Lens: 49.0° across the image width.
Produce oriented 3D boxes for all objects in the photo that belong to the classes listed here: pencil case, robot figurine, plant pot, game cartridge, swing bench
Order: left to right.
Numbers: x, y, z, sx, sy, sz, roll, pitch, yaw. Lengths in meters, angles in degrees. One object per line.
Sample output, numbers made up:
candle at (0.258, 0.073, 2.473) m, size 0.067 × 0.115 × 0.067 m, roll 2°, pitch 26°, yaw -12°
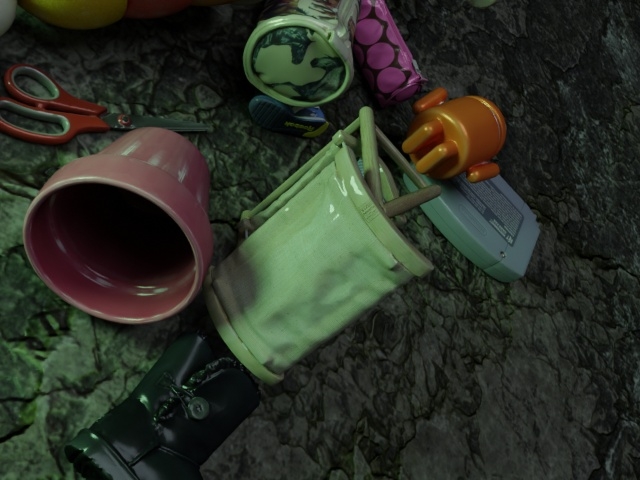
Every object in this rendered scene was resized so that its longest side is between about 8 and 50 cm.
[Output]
plant pot at (-0.212, -0.035, 0.817) m, size 0.201 × 0.201 × 0.180 m, roll 36°, pitch 34°, yaw -19°
pencil case at (-0.001, -0.380, 1.128) m, size 0.160 × 0.184 × 0.410 m, roll 40°, pitch 40°, yaw -26°
swing bench at (0.000, 0.000, 0.864) m, size 0.165 × 0.253 × 0.254 m, roll 46°, pitch 26°, yaw -9°
pencil case at (0.116, -0.354, 1.299) m, size 0.095 × 0.098 × 0.209 m, roll -18°, pitch 79°, yaw -43°
robot figurine at (0.235, -0.182, 1.211) m, size 0.158 × 0.128 × 0.219 m, roll 27°, pitch 35°, yaw 34°
game cartridge at (0.285, -0.068, 1.314) m, size 0.297 × 0.062 × 0.198 m, roll 45°, pitch 52°, yaw -11°

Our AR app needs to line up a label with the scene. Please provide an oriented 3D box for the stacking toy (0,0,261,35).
stacking toy at (-0.297, -0.390, 0.892) m, size 0.480 × 0.351 × 0.350 m, roll -40°, pitch 95°, yaw -29°

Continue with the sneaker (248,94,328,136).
sneaker at (-0.055, -0.208, 1.120) m, size 0.144 × 0.053 × 0.059 m, roll 10°, pitch 56°, yaw -40°

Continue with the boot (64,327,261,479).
boot at (-0.129, 0.242, 0.788) m, size 0.246 × 0.094 × 0.207 m, roll 47°, pitch 50°, yaw 0°

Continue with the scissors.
scissors at (-0.280, -0.151, 0.934) m, size 0.297 × 0.021 × 0.108 m, roll 15°, pitch 56°, yaw -34°

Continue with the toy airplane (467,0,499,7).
toy airplane at (0.211, -0.678, 1.362) m, size 0.386 × 0.384 × 0.272 m, roll 18°, pitch 16°, yaw 20°
